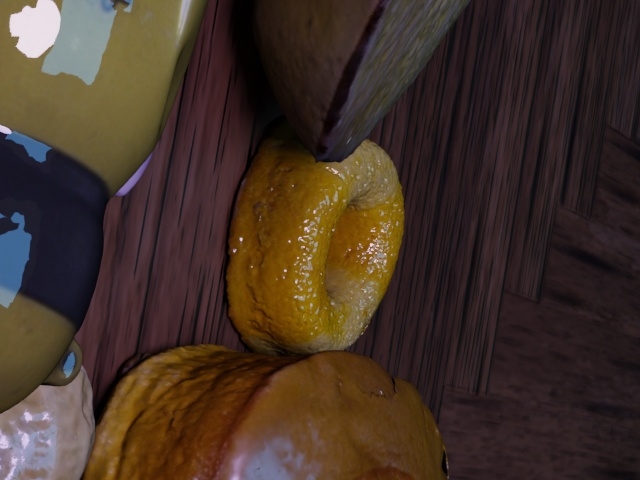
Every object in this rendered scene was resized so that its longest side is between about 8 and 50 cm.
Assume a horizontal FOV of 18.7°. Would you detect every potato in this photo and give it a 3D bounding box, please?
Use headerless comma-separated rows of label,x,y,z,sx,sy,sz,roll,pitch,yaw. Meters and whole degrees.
potato,0.040,-0.187,1.091,0.299,0.116,0.239,-55,176,-37

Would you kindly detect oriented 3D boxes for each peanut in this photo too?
peanut,-0.157,0.124,0.882,0.080,0.080,0.174,45,59,-56

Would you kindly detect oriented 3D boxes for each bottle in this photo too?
bottle,-0.128,-0.098,0.779,0.171,0.172,0.351,39,62,-58

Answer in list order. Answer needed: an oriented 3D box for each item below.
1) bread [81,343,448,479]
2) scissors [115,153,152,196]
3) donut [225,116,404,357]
bread,-0.022,0.155,1.073,0.270,0.143,0.195,27,73,-63
scissors,-0.079,-0.117,1.004,0.212,0.021,0.110,-54,138,-32
donut,0.000,0.000,1.168,0.152,0.058,0.152,-27,122,-56
